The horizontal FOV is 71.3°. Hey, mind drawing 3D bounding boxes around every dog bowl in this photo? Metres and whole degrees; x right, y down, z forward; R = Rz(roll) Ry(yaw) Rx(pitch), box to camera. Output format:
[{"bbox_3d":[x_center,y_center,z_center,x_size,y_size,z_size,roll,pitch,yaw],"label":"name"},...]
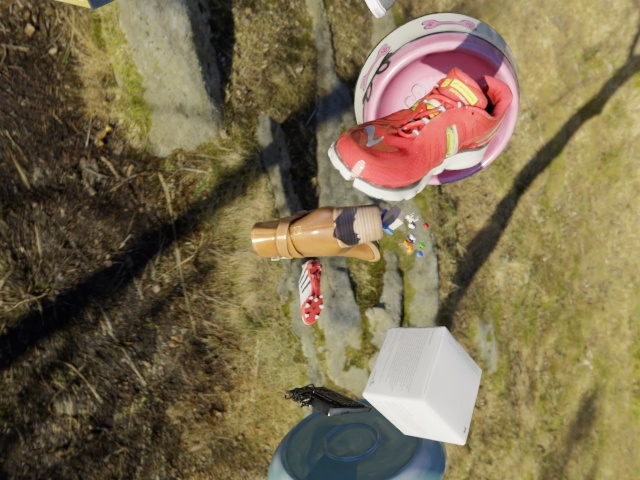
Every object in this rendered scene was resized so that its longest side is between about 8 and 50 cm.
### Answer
[{"bbox_3d":[0.284,-0.317,1.079,0.408,0.408,0.150,43,29,-21],"label":"dog bowl"}]

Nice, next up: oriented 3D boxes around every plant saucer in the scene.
[{"bbox_3d":[0.057,0.367,0.788,0.317,0.317,0.044,-19,102,-33],"label":"plant saucer"}]

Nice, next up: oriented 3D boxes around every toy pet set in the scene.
[{"bbox_3d":[0.189,-0.019,1.061,0.114,0.065,0.122,39,43,-11],"label":"toy pet set"}]

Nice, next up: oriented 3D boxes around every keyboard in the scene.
[{"bbox_3d":[0.004,0.257,0.752,0.100,0.192,0.038,1,80,-21],"label":"keyboard"}]

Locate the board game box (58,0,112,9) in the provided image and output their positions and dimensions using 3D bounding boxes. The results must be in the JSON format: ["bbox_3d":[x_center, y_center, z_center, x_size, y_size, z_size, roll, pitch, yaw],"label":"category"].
[{"bbox_3d":[-0.252,-0.271,0.316,0.042,0.243,0.165,-48,148,-29],"label":"board game box"}]

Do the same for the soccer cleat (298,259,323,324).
[{"bbox_3d":[-0.014,0.066,0.574,0.029,0.035,0.083,8,77,-29],"label":"soccer cleat"}]

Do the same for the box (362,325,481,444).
[{"bbox_3d":[0.126,0.173,0.542,0.101,0.087,0.102,48,53,-26],"label":"box"}]

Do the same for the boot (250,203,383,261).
[{"bbox_3d":[0.000,0.000,0.836,0.220,0.283,0.109,-8,87,4],"label":"boot"}]

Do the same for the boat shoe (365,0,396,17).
[{"bbox_3d":[0.104,-0.578,0.929,0.080,0.076,0.228,7,60,-54],"label":"boat shoe"}]

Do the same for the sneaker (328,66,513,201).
[{"bbox_3d":[0.121,-0.134,0.500,0.279,0.118,0.107,-28,66,-38],"label":"sneaker"}]
